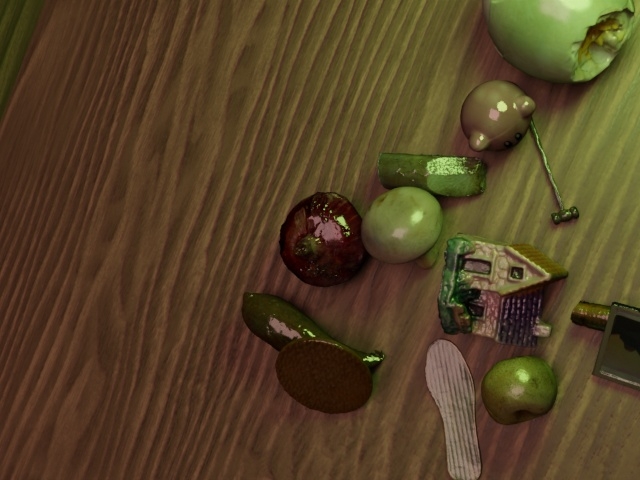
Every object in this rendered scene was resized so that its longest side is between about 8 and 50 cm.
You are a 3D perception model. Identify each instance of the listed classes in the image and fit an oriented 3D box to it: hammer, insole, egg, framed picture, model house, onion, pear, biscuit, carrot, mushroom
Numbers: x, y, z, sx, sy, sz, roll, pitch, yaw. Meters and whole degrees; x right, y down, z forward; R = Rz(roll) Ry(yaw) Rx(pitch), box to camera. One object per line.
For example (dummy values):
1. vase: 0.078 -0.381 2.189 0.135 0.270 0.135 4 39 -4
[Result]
1. hammer: 0.531 -0.181 1.669 0.058 0.029 0.292 -21 74 23
2. insole: 0.324 0.411 1.725 0.119 0.009 0.348 -13 79 25
3. egg: 0.503 -0.511 1.573 0.336 0.278 0.278 45 105 29
4. framed picture: 0.721 0.247 1.483 0.265 0.018 0.192 17 121 28
5. model house: 0.412 0.113 1.600 0.238 0.202 0.236 8 89 29
6. onion: 0.000 0.000 1.817 0.252 0.219 0.252 3 97 30
7. pear: 0.441 0.333 1.593 0.167 0.167 0.136 -25 58 23
8. biscuit: 0.009 0.341 1.806 0.262 0.037 0.262 9 127 12
9. carrot: 0.677 0.183 1.536 0.260 0.070 0.070 11 90 30
10. mushroom: 0.212 -0.017 1.727 0.207 0.215 0.207 -27 36 22

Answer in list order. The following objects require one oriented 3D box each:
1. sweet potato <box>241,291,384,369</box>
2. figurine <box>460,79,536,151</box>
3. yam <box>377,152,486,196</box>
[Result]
1. sweet potato: -0.041 0.256 1.872 0.423 0.130 0.130 26 97 19
2. figurine: 0.411 -0.289 1.660 0.173 0.173 0.173 -3 84 27
3. yam: 0.273 -0.164 1.760 0.259 0.106 0.106 7 88 29
